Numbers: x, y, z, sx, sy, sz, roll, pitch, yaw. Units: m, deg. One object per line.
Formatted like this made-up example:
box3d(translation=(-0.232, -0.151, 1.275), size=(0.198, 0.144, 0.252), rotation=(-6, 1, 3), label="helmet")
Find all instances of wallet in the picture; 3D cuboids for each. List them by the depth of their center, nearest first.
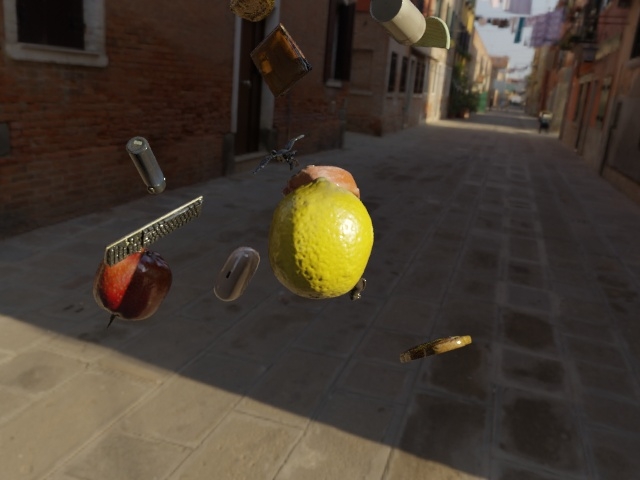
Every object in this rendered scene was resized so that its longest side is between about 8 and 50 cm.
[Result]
box3d(translation=(-0.137, -0.607, 1.939), size=(0.161, 0.195, 0.042), rotation=(-36, -6, 26), label="wallet")

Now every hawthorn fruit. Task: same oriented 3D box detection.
box3d(translation=(-0.656, 0.167, 1.941), size=(0.254, 0.300, 0.254), rotation=(31, 5, -3), label="hawthorn fruit")

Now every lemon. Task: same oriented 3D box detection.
box3d(translation=(-0.001, 0.002, 1.640), size=(0.336, 0.335, 0.336), rotation=(5, 15, -1), label="lemon")

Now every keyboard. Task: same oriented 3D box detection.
box3d(translation=(-0.460, -0.027, 1.596), size=(0.317, 0.106, 0.027), rotation=(-35, 79, -34), label="keyboard")

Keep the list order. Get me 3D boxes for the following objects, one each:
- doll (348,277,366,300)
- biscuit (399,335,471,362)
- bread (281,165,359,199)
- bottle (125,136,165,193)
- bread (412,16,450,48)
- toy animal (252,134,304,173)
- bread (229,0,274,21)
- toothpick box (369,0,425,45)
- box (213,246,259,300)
box3d(translation=(0.099, 0.157, 2.101), size=(0.139, 0.165, 0.057), rotation=(-16, 31, -7), label="doll")
box3d(translation=(0.352, 0.326, 1.747), size=(0.209, 0.041, 0.290), rotation=(-13, -12, -10), label="biscuit")
box3d(translation=(0.022, -0.167, 1.886), size=(0.244, 0.123, 0.190), rotation=(-6, -23, -39), label="bread")
box3d(translation=(-0.589, -0.248, 1.939), size=(0.072, 0.082, 0.244), rotation=(19, -25, 13), label="bottle")
box3d(translation=(0.418, -0.785, 2.148), size=(0.036, 0.112, 0.193), rotation=(-10, 24, -40), label="bread")
box3d(translation=(-0.113, -0.259, 1.732), size=(0.220, 0.062, 0.108), rotation=(-39, 51, -25), label="toy animal")
box3d(translation=(-0.203, -0.855, 1.806), size=(0.132, 0.294, 0.167), rotation=(9, -12, -19), label="bread")
box3d(translation=(0.232, -0.664, 1.695), size=(0.111, 0.111, 0.181), rotation=(14, 3, 31), label="toothpick box")
box3d(translation=(-0.282, 0.112, 1.917), size=(0.088, 0.200, 0.146), rotation=(32, 8, 10), label="box")
